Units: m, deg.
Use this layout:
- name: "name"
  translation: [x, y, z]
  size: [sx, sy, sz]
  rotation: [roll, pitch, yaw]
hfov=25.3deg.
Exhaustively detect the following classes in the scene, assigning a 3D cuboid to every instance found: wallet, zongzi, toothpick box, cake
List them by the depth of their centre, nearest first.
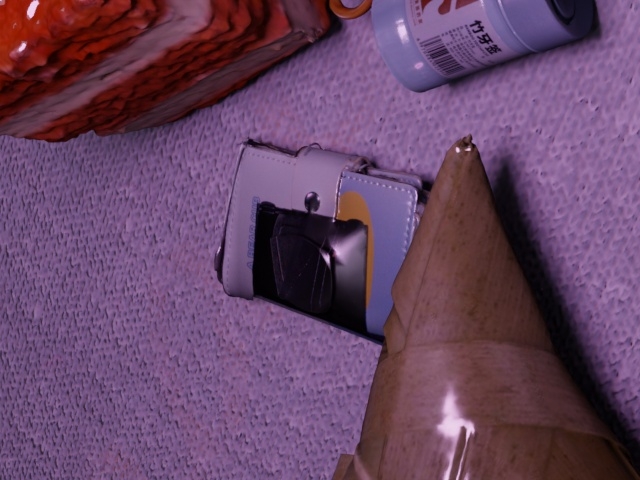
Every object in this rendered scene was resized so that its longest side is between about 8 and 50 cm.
- name: "zongzi"
  translation: [0.232, 0.205, 1.058]
  size: [0.500, 0.218, 0.467]
  rotation: [20, 106, 32]
- name: "toothpick box"
  translation: [0.131, -0.188, 1.159]
  size: [0.153, 0.101, 0.101]
  rotation: [-17, 85, 35]
- name: "cake"
  translation: [-0.194, -0.249, 1.250]
  size: [0.269, 0.319, 0.270]
  rotation: [-25, 76, 36]
- name: "wallet"
  translation: [0.000, 0.000, 1.293]
  size: [0.231, 0.069, 0.170]
  rotation: [18, 110, 34]

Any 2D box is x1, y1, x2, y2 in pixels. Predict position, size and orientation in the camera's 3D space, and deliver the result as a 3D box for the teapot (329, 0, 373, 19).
- name: "teapot"
  translation: [0.019, -0.276, 1.226]
  size: [0.116, 0.116, 0.173]
  rotation: [-5, 90, 35]
